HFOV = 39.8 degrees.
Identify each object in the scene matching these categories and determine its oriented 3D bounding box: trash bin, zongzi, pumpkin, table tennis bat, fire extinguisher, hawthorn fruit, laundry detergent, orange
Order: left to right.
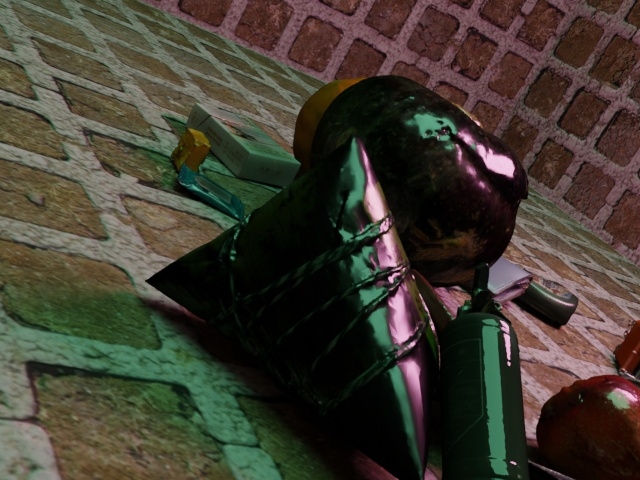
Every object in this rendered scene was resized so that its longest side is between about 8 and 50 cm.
[{"bbox_3d":[-0.236,-0.161,1.641,0.054,0.074,0.083,26,16,-31],"label":"pumpkin"},{"bbox_3d":[0.028,0.117,1.034,0.383,0.319,0.362,48,10,-14],"label":"zongzi"},{"bbox_3d":[0.076,-0.229,1.989,0.283,0.284,0.226,19,16,-31],"label":"orange"},{"bbox_3d":[0.176,-0.110,1.698,0.454,0.344,0.454,38,10,-8],"label":"pumpkin"},{"bbox_3d":[0.190,0.150,1.312,0.268,0.051,0.415,58,0,-10],"label":"table tennis bat"},{"bbox_3d":[0.185,0.174,1.012,0.095,0.114,0.311,3,46,4],"label":"fire extinguisher"},{"bbox_3d":[0.482,0.109,2.044,0.221,0.078,0.144,30,15,11],"label":"laundry detergent"},{"bbox_3d":[0.396,0.283,1.259,0.173,0.179,0.173,-4,-8,-1],"label":"hawthorn fruit"},{"bbox_3d":[0.715,0.255,1.887,0.184,0.161,0.239,29,9,-2],"label":"trash bin"}]

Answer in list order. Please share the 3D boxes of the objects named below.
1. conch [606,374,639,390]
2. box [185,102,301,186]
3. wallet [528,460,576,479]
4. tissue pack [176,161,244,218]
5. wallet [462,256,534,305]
[{"bbox_3d":[0.540,0.326,1.368,0.220,0.195,0.277,7,49,-25],"label":"conch"},{"bbox_3d":[-0.168,-0.204,1.891,0.149,0.067,0.233,12,23,-46],"label":"box"},{"bbox_3d":[0.304,0.319,1.066,0.221,0.071,0.262,24,-2,-17],"label":"wallet"},{"bbox_3d":[-0.194,-0.084,1.571,0.138,0.028,0.085,30,19,-14],"label":"tissue pack"},{"bbox_3d":[0.339,0.058,1.965,0.170,0.069,0.231,-16,42,-43],"label":"wallet"}]
